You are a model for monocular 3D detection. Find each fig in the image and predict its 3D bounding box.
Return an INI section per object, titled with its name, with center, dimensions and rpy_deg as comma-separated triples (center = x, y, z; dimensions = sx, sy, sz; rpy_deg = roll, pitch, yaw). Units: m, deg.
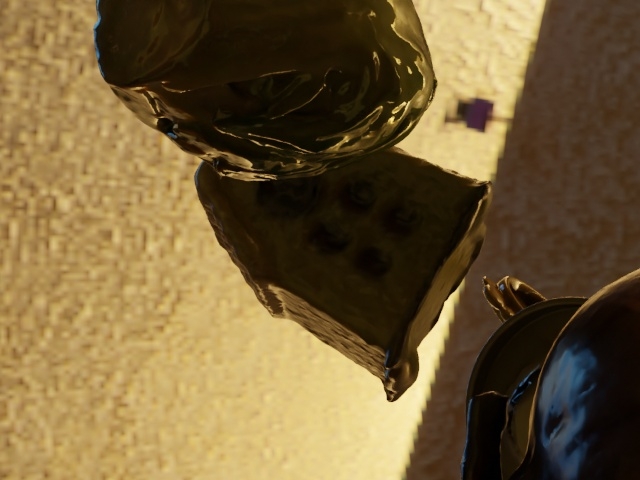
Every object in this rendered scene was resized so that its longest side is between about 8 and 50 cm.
[fig]
center = 0.210, 0.129, 0.991
dimensions = 0.214, 0.235, 0.235
rpy_deg = -35, -120, -11

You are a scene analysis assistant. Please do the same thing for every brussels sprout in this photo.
[brussels sprout]
center = -0.035, -0.121, 1.148
dimensions = 0.223, 0.223, 0.161
rpy_deg = -11, -117, 39

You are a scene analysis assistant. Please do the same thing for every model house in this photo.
[model house]
center = 0.000, 0.000, 1.457
dimensions = 0.234, 0.193, 0.175
rpy_deg = 24, -100, 10

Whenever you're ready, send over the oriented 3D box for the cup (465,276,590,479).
[cup]
center = 0.233, 0.125, 1.580
dimensions = 0.185, 0.226, 0.241
rpy_deg = -43, -113, 18
